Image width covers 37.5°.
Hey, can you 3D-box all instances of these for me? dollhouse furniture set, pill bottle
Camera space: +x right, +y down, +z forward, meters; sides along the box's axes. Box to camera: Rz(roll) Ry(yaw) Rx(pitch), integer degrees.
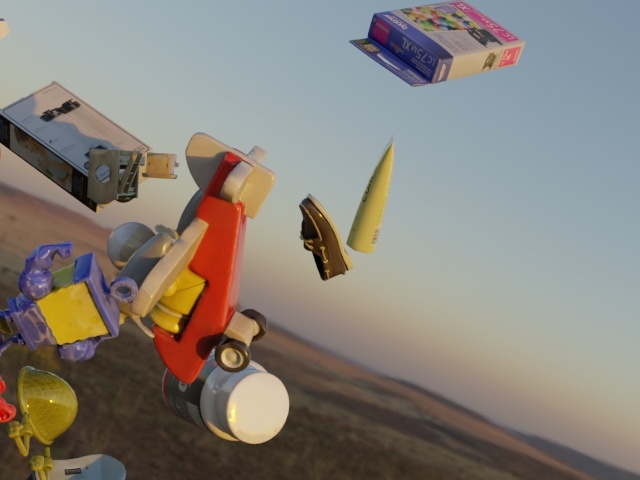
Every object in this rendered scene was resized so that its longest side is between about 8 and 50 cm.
[{"bbox_3d":[-0.330,-0.118,1.791,0.160,0.101,0.182,5,5,10],"label":"dollhouse furniture set"},{"bbox_3d":[-0.191,0.307,1.881,0.161,0.161,0.283,28,-13,-30],"label":"pill bottle"}]

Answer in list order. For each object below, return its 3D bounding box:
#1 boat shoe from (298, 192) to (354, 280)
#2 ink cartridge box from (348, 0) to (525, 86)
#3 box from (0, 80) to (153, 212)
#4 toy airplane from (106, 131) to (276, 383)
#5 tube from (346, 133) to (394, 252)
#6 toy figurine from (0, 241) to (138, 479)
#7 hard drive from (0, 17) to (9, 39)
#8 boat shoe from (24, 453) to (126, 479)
[{"bbox_3d":[0.000,0.000,1.793,0.081,0.068,0.228,53,-6,41],"label":"boat shoe"},{"bbox_3d":[0.228,-0.383,1.810,0.311,0.065,0.186,-21,51,-37],"label":"ink cartridge box"},{"bbox_3d":[-0.517,-0.202,1.984,0.290,0.169,0.087,34,-43,14],"label":"box"},{"bbox_3d":[-0.218,0.006,1.536,0.272,0.385,0.386,10,-23,8],"label":"toy airplane"},{"bbox_3d":[0.111,-0.095,1.892,0.062,0.240,0.070,2,22,-39],"label":"tube"},{"bbox_3d":[-0.336,0.130,1.258,0.191,0.217,0.363,-120,-170,-57],"label":"toy figurine"},{"bbox_3d":[-0.853,-0.395,2.039,0.318,0.210,0.040,-5,-56,31],"label":"hard drive"},{"bbox_3d":[-0.470,0.450,1.795,0.183,0.065,0.083,10,-32,-36],"label":"boat shoe"}]
